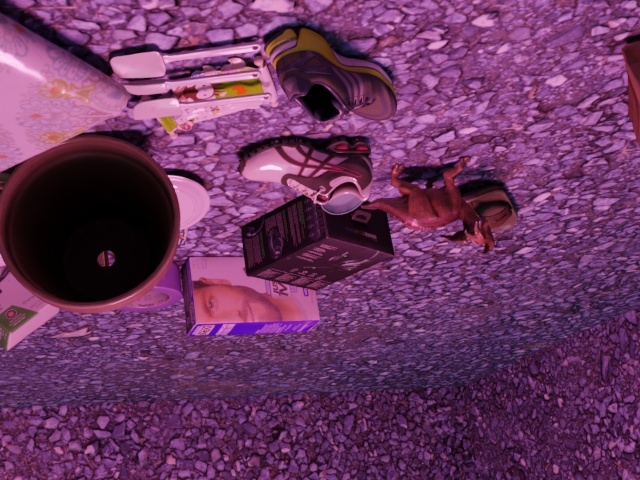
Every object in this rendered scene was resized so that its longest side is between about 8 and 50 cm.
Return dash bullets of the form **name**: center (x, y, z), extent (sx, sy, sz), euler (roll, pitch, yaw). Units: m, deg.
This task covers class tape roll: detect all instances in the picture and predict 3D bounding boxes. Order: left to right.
- **tape roll**: center (-0.453, 0.116, 2.275), extent (0.188, 0.080, 0.189), euler (-7, 160, -3)

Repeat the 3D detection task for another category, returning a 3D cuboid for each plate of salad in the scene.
- **plate of salad**: center (-0.331, -0.081, 1.849), extent (0.199, 0.048, 0.200), euler (-8, 147, -5)

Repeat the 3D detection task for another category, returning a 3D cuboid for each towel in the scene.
- **towel**: center (-0.543, -0.221, 1.374), extent (0.374, 0.090, 0.320), euler (-19, 159, 25)

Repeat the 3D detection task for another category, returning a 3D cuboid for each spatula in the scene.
- **spatula**: center (-0.207, -0.261, 1.451), extent (0.242, 0.019, 0.168), euler (-6, 147, 1)

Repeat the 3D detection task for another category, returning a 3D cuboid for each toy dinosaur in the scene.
- **toy dinosaur**: center (0.246, -0.062, 1.932), extent (0.295, 0.200, 0.127), euler (-5, 159, -9)

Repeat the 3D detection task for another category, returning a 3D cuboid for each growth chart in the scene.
- **growth chart**: center (-0.188, -0.248, 1.531), extent (0.237, 0.021, 0.172), euler (-14, 157, 12)

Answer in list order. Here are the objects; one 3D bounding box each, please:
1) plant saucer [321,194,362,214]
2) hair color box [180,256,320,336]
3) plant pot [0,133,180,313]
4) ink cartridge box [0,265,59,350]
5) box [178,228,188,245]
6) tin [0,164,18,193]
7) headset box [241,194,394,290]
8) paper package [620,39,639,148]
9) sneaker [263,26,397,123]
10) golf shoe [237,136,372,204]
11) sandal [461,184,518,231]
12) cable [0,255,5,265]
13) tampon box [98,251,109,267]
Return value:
- **plant saucer**: center (0.049, -0.110, 1.922), extent (0.119, 0.021, 0.119), euler (-16, 134, -17)
- **hair color box**: center (-0.183, 0.143, 2.307), extent (0.338, 0.185, 0.110), euler (-1, 157, -22)
- **plant pot**: center (-0.420, 0.002, 1.682), extent (0.323, 0.323, 0.280), euler (-6, 163, -8)
- **ink cartridge box**: center (-0.691, 0.110, 1.921), extent (0.153, 0.208, 0.087), euler (-44, 170, -38)
- **box**: center (-0.356, -0.036, 1.930), extent (0.137, 0.027, 0.094), euler (1, 120, -25)
- **tin**: center (-0.644, -0.126, 1.638), extent (0.106, 0.040, 0.189), euler (-20, 157, 37)
- **headset box**: center (0.000, 0.000, 2.087), extent (0.283, 0.131, 0.246), euler (-26, 153, 37)
- **paper package**: center (0.742, -0.276, 1.632), extent (0.324, 0.168, 0.309), euler (-16, 159, 16)
- **sneaker**: center (0.025, -0.244, 1.485), extent (0.111, 0.121, 0.300), euler (-25, 154, 37)
- **golf shoe**: center (-0.027, -0.134, 1.754), extent (0.272, 0.120, 0.105), euler (-4, 160, -8)
- **sandal**: center (0.416, -0.063, 2.155), extent (0.120, 0.086, 0.302), euler (-20, 156, 27)
- **cable**: center (-0.657, -0.017, 1.795), extent (0.257, 0.089, 0.257), euler (-8, 167, -3)
- **tampon box**: center (-0.584, 0.068, 2.067), extent (0.161, 0.102, 0.120), euler (1, 157, -26)
